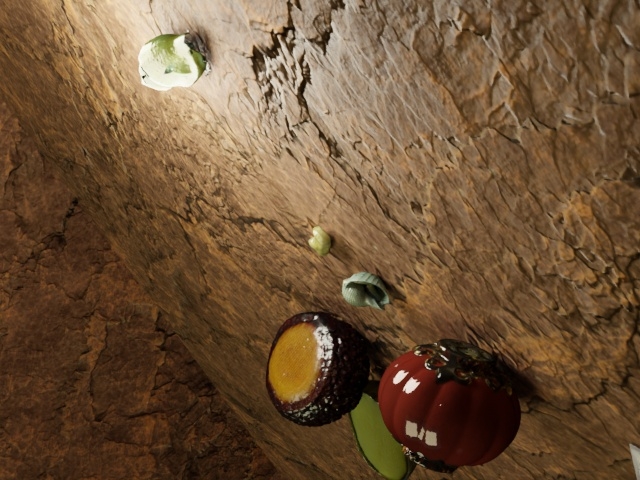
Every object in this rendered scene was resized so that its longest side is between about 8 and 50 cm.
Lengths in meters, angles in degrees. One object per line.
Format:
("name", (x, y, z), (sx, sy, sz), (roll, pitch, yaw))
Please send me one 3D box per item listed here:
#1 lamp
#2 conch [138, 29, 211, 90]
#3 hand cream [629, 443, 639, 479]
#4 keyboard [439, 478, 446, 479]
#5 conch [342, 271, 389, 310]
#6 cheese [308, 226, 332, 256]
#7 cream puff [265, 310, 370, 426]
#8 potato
("lamp", (0.200, 0.266, 1.475), (0.227, 0.227, 0.227), (40, 161, 17))
("conch", (-0.238, -0.285, 1.497), (0.095, 0.079, 0.201), (36, 161, -36))
("hand cream", (0.486, 0.357, 1.333), (0.084, 0.053, 0.142), (20, 134, 51))
("keyboard", (0.332, 0.597, 2.197), (0.049, 0.015, 0.129), (54, 160, -23))
("conch", (0.080, 0.082, 1.601), (0.085, 0.056, 0.076), (15, 139, 1))
("cheese", (0.000, 0.000, 1.636), (0.044, 0.030, 0.083), (36, 166, 9))
("cream puff", (-0.001, 0.265, 1.904), (0.165, 0.239, 0.239), (22, 179, -37))
("potato", (0.155, 0.399, 2.014), (0.160, 0.111, 0.271), (19, 135, 40))
